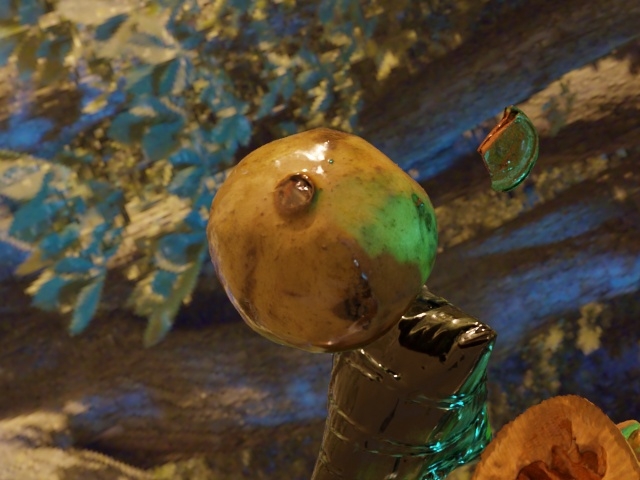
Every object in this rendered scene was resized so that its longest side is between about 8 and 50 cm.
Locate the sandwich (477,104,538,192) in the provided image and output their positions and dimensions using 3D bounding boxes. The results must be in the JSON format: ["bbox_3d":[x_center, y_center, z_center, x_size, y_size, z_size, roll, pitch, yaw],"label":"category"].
[{"bbox_3d":[0.231,-0.107,1.417,0.069,0.101,0.026,33,-2,-3],"label":"sandwich"}]

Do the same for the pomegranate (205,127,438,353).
[{"bbox_3d":[0.000,0.000,1.421,0.281,0.281,0.281,43,-33,38],"label":"pomegranate"}]

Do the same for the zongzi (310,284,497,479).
[{"bbox_3d":[0.101,0.167,1.712,0.362,0.319,0.383,54,-36,41],"label":"zongzi"}]

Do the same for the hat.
[{"bbox_3d":[0.320,0.294,1.201,0.244,0.233,0.233,-28,-126,47],"label":"hat"}]
